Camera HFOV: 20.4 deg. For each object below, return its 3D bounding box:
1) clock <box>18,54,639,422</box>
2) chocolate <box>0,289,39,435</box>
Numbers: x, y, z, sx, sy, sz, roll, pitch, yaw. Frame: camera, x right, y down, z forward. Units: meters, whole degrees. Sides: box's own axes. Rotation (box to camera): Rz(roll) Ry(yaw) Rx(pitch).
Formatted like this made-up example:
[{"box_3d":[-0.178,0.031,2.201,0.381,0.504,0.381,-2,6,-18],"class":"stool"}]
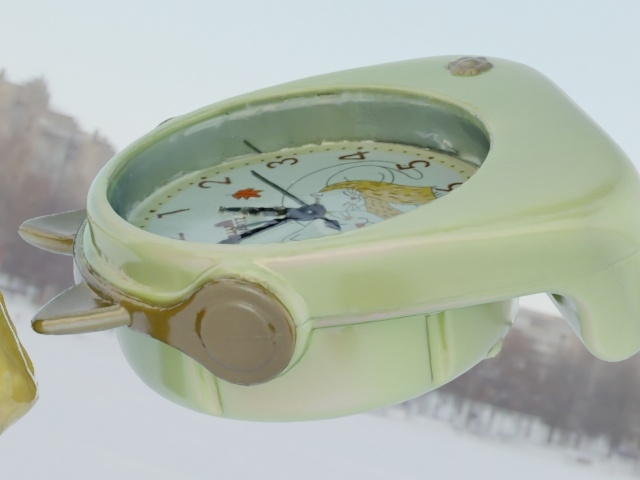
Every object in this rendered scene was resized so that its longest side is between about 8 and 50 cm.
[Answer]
[{"box_3d":[0.000,0.000,1.052,0.348,0.117,0.286,-12,25,-7],"class":"clock"},{"box_3d":[-0.293,-0.082,0.914,0.162,0.445,0.162,-27,10,5],"class":"chocolate"}]
